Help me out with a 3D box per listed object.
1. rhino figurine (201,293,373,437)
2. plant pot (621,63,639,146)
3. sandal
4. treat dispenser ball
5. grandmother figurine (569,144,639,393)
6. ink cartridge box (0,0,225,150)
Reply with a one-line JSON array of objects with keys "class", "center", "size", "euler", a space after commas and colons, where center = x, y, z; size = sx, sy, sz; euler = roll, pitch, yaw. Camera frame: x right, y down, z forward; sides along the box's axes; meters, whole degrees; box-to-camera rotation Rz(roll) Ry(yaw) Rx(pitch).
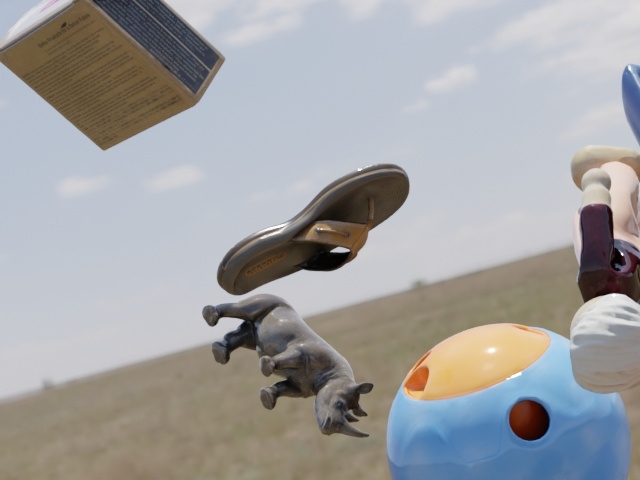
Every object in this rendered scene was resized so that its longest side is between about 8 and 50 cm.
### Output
[{"class": "rhino figurine", "center": [-0.024, 0.142, 2.067], "size": [0.106, 0.243, 0.073], "euler": [-20, -43, -36]}, {"class": "plant pot", "center": [0.368, -0.084, 1.331], "size": [0.236, 0.236, 0.212], "euler": [17, -53, -33]}, {"class": "sandal", "center": [0.000, 0.000, 1.851], "size": [0.219, 0.060, 0.090], "euler": [-28, -35, -13]}, {"class": "treat dispenser ball", "center": [0.220, 0.240, 2.169], "size": [0.288, 0.288, 0.288], "euler": [-15, -3, -1]}, {"class": "grandmother figurine", "center": [0.277, 0.039, 1.729], "size": [0.104, 0.208, 0.342], "euler": [-27, 17, 21]}, {"class": "ink cartridge box", "center": [-0.260, -0.225, 2.252], "size": [0.235, 0.193, 0.088], "euler": [-19, 34, 52]}]
